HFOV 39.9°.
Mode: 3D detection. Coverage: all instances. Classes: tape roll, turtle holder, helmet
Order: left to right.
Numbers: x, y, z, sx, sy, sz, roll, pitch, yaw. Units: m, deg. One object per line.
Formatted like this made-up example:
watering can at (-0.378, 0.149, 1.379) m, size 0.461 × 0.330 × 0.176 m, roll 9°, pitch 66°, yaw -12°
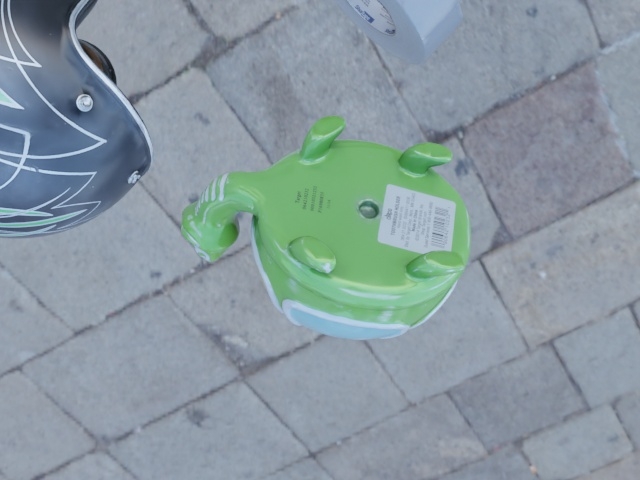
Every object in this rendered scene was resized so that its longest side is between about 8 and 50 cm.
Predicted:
helmet at (-0.179, -0.081, 0.493) m, size 0.170 × 0.161 × 0.169 m, roll -3°, pitch 157°, yaw -1°
turtle holder at (0.012, 0.014, 1.066) m, size 0.320 × 0.243 × 0.227 m, roll -11°, pitch 150°, yaw -19°
tape roll at (0.080, -0.331, 1.141) m, size 0.072 × 0.219 × 0.219 m, roll -46°, pitch 123°, yaw -4°
